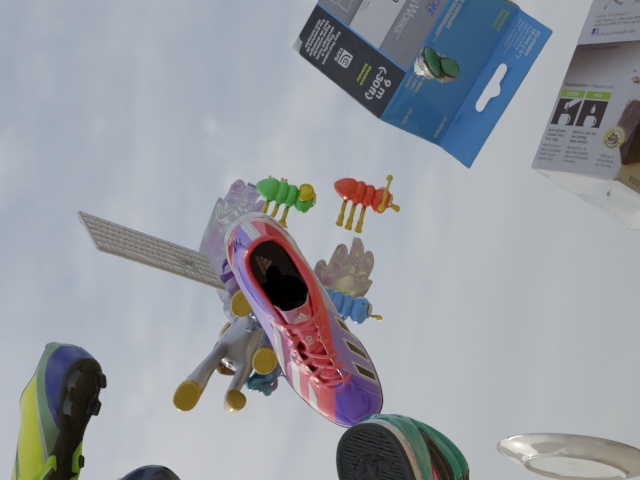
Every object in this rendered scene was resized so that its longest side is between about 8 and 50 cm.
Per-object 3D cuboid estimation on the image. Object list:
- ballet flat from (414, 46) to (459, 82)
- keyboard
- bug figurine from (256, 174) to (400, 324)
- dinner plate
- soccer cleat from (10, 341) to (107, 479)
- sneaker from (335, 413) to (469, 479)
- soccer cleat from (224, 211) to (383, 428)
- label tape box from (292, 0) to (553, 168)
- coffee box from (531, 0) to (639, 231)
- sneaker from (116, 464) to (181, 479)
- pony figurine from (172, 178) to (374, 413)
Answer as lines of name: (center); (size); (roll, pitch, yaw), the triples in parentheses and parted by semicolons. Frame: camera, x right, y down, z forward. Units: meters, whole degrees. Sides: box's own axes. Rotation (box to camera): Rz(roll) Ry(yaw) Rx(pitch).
ballet flat: (0.146, -0.229, 2.182); (0.114, 0.041, 0.041); (11, -90, -62)
keyboard: (-0.221, 0.016, 2.194); (0.014, 0.072, 0.256); (-51, -37, 15)
bug figurine: (0.000, 0.000, 2.360); (0.072, 0.216, 0.279); (112, 171, -58)
dinner plate: (0.226, 0.197, 1.465); (0.141, 0.141, 0.017); (57, -140, -64)
soccer cleat: (-0.386, 0.279, 2.303); (0.093, 0.121, 0.289); (13, -79, -47)
sneaker: (0.105, 0.322, 1.818); (0.178, 0.123, 0.296); (-26, -77, -68)
soccer cleat: (-0.019, 0.112, 2.073); (0.318, 0.108, 0.116); (60, 177, -12)
label tape box: (0.141, -0.296, 2.413); (0.106, 0.333, 0.241); (11, -65, -49)
coffee box: (0.344, -0.169, 1.600); (0.168, 0.119, 0.297); (26, -99, -37)
sneaker: (-0.279, 0.379, 2.385); (0.319, 0.112, 0.131); (127, 155, -47)
pony figurine: (-0.108, 0.118, 2.761); (0.351, 0.302, 0.363); (-59, 3, 13)
